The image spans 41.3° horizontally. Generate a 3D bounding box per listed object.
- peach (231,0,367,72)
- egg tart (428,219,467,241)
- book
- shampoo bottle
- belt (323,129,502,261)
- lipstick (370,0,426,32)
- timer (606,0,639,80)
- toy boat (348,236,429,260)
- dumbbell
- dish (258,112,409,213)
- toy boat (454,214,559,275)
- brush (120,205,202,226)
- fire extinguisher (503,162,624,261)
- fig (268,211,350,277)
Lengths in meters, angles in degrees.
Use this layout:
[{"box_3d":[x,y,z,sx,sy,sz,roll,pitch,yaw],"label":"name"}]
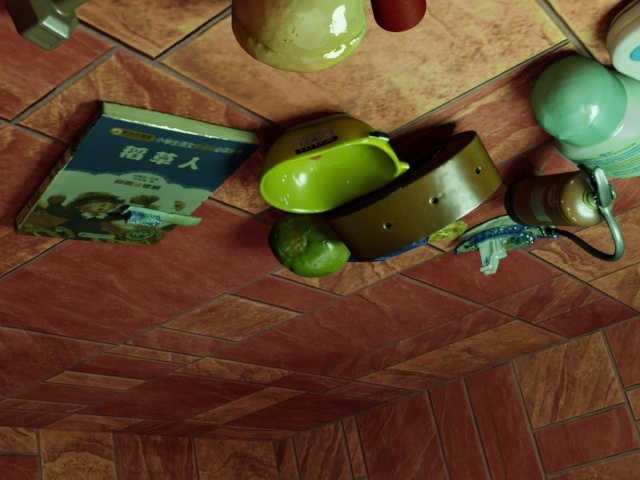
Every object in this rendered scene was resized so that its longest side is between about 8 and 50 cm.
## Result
[{"box_3d":[-0.030,-0.304,1.090,0.184,0.184,0.184,-10,157,-4],"label":"peach"},{"box_3d":[0.280,-0.033,2.009,0.129,0.049,0.129,-9,162,-3],"label":"egg tart"},{"box_3d":[-0.345,-0.102,1.555,0.300,0.039,0.428,7,151,-37],"label":"book"},{"box_3d":[0.511,-0.225,1.553,0.222,0.151,0.350,-15,161,39],"label":"shampoo bottle"},{"box_3d":[0.170,-0.085,1.628,0.339,0.122,0.217,-28,-165,19],"label":"belt"},{"box_3d":[0.086,-0.368,1.113,0.080,0.080,0.241,-16,156,9],"label":"lipstick"},{"box_3d":[0.610,-0.356,1.383,0.237,0.087,0.262,8,150,-38],"label":"timer"},{"box_3d":[0.117,0.005,1.982,0.129,0.088,0.295,4,163,-33],"label":"toy boat"},{"box_3d":[-0.279,-0.319,1.042,0.231,0.082,0.092,-23,156,23],"label":"dumbbell"},{"box_3d":[0.012,-0.154,1.526,0.263,0.108,0.221,-19,155,18],"label":"dish"},{"box_3d":[0.457,0.009,2.102,0.262,0.115,0.114,-23,155,23],"label":"toy boat"},{"box_3d":[-0.302,-0.040,1.638,0.179,0.030,0.033,10,139,-47],"label":"brush"},{"box_3d":[0.519,-0.062,1.730,0.113,0.200,0.376,-48,-172,-6],"label":"fire extinguisher"},{"box_3d":[-0.006,0.011,1.830,0.167,0.167,0.233,-21,149,21],"label":"fig"}]
